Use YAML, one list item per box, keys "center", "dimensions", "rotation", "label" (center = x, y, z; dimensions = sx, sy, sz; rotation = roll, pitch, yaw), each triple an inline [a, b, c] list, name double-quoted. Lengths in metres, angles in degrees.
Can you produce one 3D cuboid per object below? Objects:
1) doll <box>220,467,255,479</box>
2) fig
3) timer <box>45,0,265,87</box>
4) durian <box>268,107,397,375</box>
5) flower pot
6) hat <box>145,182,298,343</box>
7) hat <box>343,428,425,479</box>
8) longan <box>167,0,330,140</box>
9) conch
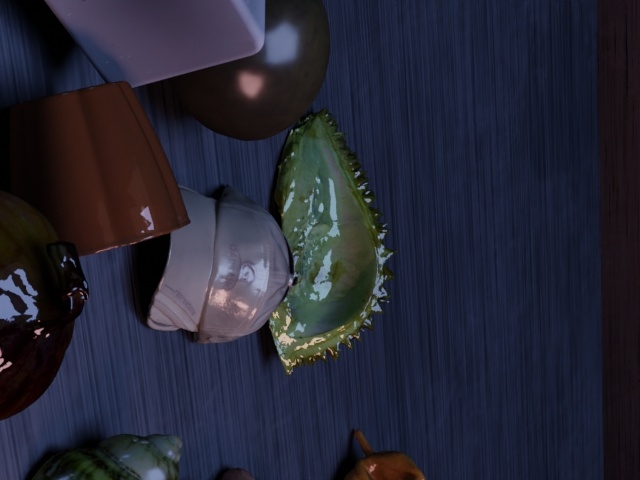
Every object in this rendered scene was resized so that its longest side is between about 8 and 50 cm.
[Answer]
- center: [-0.106, 0.426, 1.973]
  dimensions: [0.201, 0.156, 0.303]
  rotation: [55, 7, 8]
  label: "doll"
- center: [-0.338, 0.066, 1.378]
  dimensions: [0.235, 0.214, 0.235]
  rotation: [-49, 160, -25]
  label: "fig"
- center: [-0.178, -0.309, 1.543]
  dimensions: [0.192, 0.194, 0.195]
  rotation: [57, 25, -49]
  label: "timer"
- center: [-0.004, 0.000, 2.115]
  dimensions: [0.198, 0.163, 0.394]
  rotation: [2, 90, -23]
  label: "durian"
- center: [-0.249, -0.077, 1.532]
  dimensions: [0.190, 0.191, 0.173]
  rotation: [-24, 105, -58]
  label: "flower pot"
- center: [-0.122, 0.026, 1.830]
  dimensions: [0.226, 0.164, 0.219]
  rotation: [48, 50, -81]
  label: "hat"
- center: [0.084, 0.420, 2.311]
  dimensions: [0.233, 0.244, 0.233]
  rotation: [101, -27, -69]
  label: "hat"
- center: [-0.094, -0.242, 1.757]
  dimensions: [0.246, 0.215, 0.246]
  rotation: [23, 90, -85]
  label: "longan"
- center: [-0.243, 0.300, 1.672]
  dimensions: [0.187, 0.124, 0.181]
  rotation: [51, 48, -43]
  label: "conch"
